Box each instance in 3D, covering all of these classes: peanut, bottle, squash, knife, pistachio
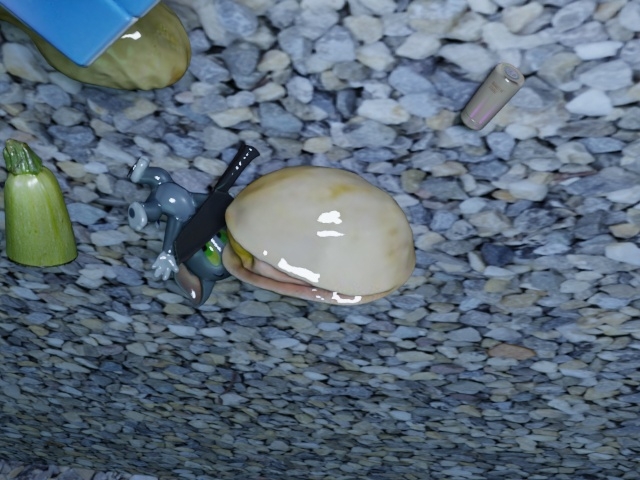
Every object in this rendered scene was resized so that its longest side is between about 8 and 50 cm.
[{"bbox_3d":[-0.322,-0.286,0.790,0.318,0.148,0.147,24,138,-20],"label":"peanut"},{"bbox_3d":[0.235,-0.196,0.852,0.045,0.045,0.096,22,139,-13],"label":"bottle"},{"bbox_3d":[-0.511,-0.051,1.111,0.137,0.137,0.287,15,137,-6],"label":"squash"},{"bbox_3d":[-0.168,-0.053,1.008,0.060,0.028,0.230,36,93,-25],"label":"knife"},{"bbox_3d":[0.000,0.000,0.988,0.308,0.230,0.230,5,140,-8],"label":"pistachio"}]

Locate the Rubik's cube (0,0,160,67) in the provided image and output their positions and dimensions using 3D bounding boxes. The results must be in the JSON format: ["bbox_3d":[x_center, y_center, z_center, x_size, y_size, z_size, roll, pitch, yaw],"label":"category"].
[{"bbox_3d":[-0.193,-0.386,0.512,0.291,0.291,0.290,-22,131,40],"label":"Rubik's cube"}]

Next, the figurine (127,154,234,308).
[{"bbox_3d":[-0.239,-0.018,1.074,0.265,0.193,0.140,37,163,-2],"label":"figurine"}]

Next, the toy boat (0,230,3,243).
[{"bbox_3d":[-0.763,0.030,1.283,0.260,0.085,0.078,-19,132,30],"label":"toy boat"}]
